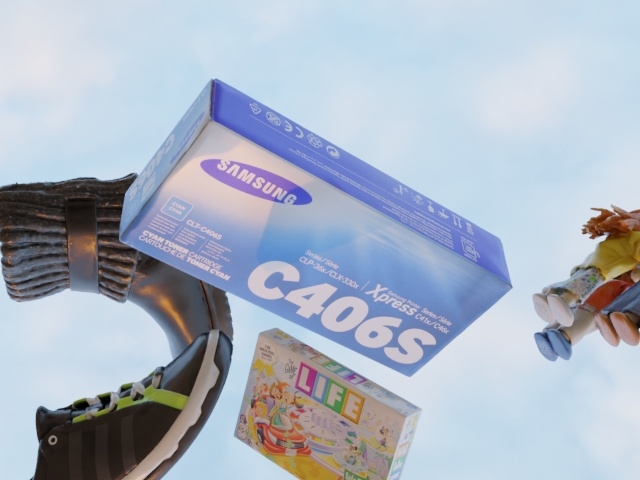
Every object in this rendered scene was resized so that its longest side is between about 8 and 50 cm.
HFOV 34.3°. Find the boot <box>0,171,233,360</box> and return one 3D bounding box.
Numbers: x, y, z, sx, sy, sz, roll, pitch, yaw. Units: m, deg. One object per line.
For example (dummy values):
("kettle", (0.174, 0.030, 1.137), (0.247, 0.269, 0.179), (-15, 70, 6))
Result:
("boot", (-0.260, 0.057, 1.319), (0.260, 0.348, 0.131), (-15, -147, -13))

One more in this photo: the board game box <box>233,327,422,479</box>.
("board game box", (0.002, 0.152, 0.858), (0.154, 0.026, 0.103), (26, -69, 31))

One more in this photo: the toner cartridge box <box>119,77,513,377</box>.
("toner cartridge box", (0.000, 0.000, 0.999), (0.165, 0.348, 0.075), (-48, -152, 31))

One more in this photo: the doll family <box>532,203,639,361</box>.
("doll family", (0.299, 0.030, 0.930), (0.163, 0.118, 0.263), (-36, -162, -19))

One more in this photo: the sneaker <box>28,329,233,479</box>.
("sneaker", (-0.162, 0.145, 0.756), (0.097, 0.084, 0.235), (41, -90, -9))
